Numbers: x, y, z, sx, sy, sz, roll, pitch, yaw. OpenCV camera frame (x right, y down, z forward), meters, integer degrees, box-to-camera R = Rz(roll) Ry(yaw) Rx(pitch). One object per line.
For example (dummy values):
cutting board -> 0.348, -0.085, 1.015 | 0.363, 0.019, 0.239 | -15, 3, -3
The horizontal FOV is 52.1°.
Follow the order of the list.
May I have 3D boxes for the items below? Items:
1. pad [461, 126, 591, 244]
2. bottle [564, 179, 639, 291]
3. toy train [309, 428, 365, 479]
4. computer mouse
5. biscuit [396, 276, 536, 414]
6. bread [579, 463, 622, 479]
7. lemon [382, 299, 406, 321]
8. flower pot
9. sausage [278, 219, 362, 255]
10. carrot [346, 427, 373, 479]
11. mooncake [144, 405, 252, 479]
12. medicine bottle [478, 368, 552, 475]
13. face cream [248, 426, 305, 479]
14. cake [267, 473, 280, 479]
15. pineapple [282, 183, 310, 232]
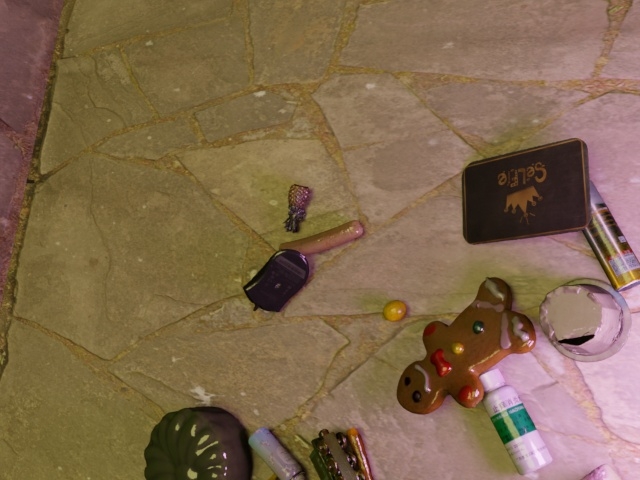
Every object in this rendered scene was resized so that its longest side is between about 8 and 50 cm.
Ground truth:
pad -> 0.516, -0.160, 1.735 | 0.376, 0.063, 0.314 | -11, 73, 45
bottle -> 0.703, -0.015, 1.628 | 0.082, 0.082, 0.286 | -31, 66, 24
toy train -> 0.045, 0.664, 1.898 | 0.225, 0.090, 0.137 | 59, 140, 31
computer mouse -> -0.140, 0.127, 2.125 | 0.147, 0.088, 0.264 | 38, 106, -14
biscuit -> 0.359, 0.303, 1.737 | 0.432, 0.064, 0.283 | -43, 38, 18
bread -> 0.687, 0.684, 1.452 | 0.187, 0.155, 0.338 | -41, 61, 6
lemon -> 0.214, 0.206, 1.908 | 0.083, 0.062, 0.062 | -36, 64, 22
flower pot -> 0.620, 0.192, 1.576 | 0.213, 0.203, 0.212 | -4, 82, 33
sausage -> 0.000, 0.002, 2.085 | 0.301, 0.066, 0.065 | -18, 72, 31
carrot -> 0.117, 0.629, 1.899 | 0.042, 0.042, 0.170 | -29, 67, 25
mooncake -> -0.404, 0.720, 2.124 | 0.357, 0.194, 0.356 | -7, 77, 32
medicine bottle -> 0.486, 0.458, 1.669 | 0.095, 0.095, 0.259 | -36, 63, 22
face cream -> -0.126, 0.681, 2.025 | 0.229, 0.075, 0.075 | 39, 102, 31
cake -> -0.128, 0.811, 2.001 | 0.116, 0.080, 0.184 | -41, 66, 16
pineapple -> -0.083, -0.104, 2.157 | 0.074, 0.074, 0.159 | 17, 98, 34
